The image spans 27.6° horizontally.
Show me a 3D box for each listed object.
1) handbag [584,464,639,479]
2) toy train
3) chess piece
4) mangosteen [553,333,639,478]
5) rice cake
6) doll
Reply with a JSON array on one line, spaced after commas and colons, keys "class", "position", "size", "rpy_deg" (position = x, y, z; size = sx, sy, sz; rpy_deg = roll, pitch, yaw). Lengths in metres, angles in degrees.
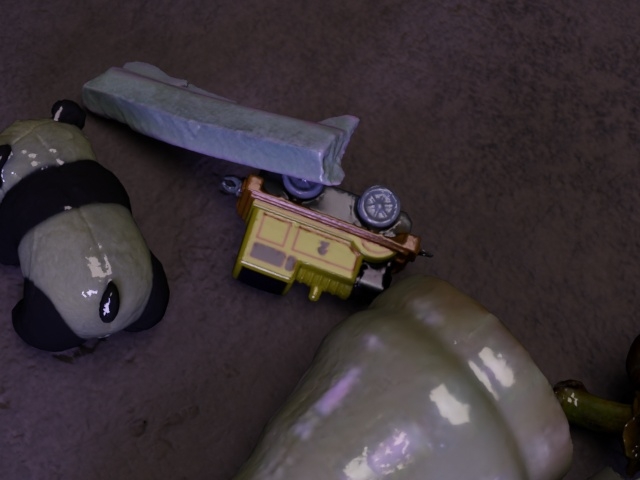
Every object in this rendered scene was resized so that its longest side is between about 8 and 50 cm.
[{"class": "handbag", "position": [0.200, 0.248, 1.070], "size": [0.315, 0.241, 0.109], "rpy_deg": [-43, 84, -1]}, {"class": "toy train", "position": [0.000, 0.000, 1.264], "size": [0.219, 0.089, 0.127], "rpy_deg": [20, 72, -4]}, {"class": "chess piece", "position": [-0.023, 0.231, 1.072], "size": [0.442, 0.234, 0.234], "rpy_deg": [-34, 77, -23]}, {"class": "mangosteen", "position": [0.362, 0.175, 1.221], "size": [0.289, 0.231, 0.231], "rpy_deg": [-6, 58, 29]}, {"class": "rice cake", "position": [-0.098, -0.117, 1.257], "size": [0.290, 0.051, 0.081], "rpy_deg": [17, 49, 24]}, {"class": "doll", "position": [-0.227, -0.009, 1.185], "size": [0.143, 0.135, 0.234], "rpy_deg": [-17, 66, -23]}]
